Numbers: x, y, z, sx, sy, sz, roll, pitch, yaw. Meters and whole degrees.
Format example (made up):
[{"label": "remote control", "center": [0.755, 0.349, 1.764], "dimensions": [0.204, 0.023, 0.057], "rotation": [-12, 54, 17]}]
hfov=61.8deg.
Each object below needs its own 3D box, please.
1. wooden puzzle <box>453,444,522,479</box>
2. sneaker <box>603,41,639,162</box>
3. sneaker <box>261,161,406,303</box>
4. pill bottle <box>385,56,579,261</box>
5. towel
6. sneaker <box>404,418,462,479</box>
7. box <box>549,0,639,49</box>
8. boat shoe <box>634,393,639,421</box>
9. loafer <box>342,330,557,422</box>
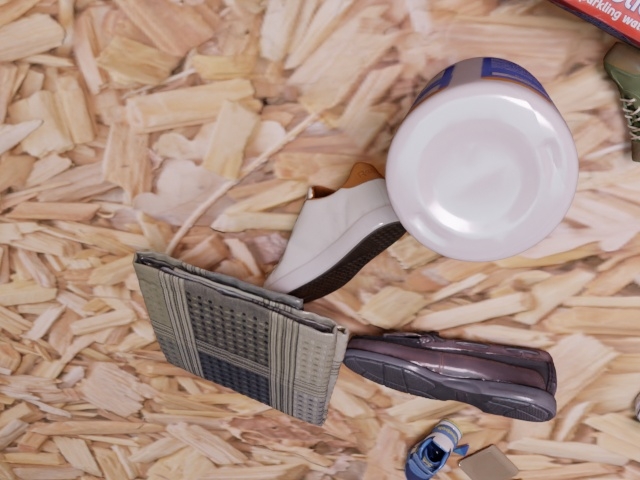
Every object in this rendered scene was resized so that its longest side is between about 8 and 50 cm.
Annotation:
[{"label": "wooden puzzle", "center": [0.274, 0.370, 0.871], "dimensions": [0.078, 0.014, 0.116], "rotation": [-34, 101, 23]}, {"label": "sneaker", "center": [0.368, -0.124, 0.580], "dimensions": [0.192, 0.064, 0.086], "rotation": [35, 114, -4]}, {"label": "sneaker", "center": [0.000, 0.000, 0.754], "dimensions": [0.290, 0.105, 0.123], "rotation": [-40, 63, 36]}, {"label": "pill bottle", "center": [0.159, -0.101, 0.538], "dimensions": [0.152, 0.272, 0.153], "rotation": [7, 115, 15]}, {"label": "towel", "center": [-0.118, 0.154, 0.821], "dimensions": [0.312, 0.056, 0.324], "rotation": [19, 142, 11]}, {"label": "sneaker", "center": [0.172, 0.351, 0.862], "dimensions": [0.053, 0.059, 0.144], "rotation": [33, 119, 17]}, {"label": "box", "center": [0.298, -0.266, 0.504], "dimensions": [0.256, 0.123, 0.128], "rotation": [30, 118, 2]}, {"label": "boat shoe", "center": [0.495, 0.177, 0.676], "dimensions": [0.083, 0.076, 0.226], "rotation": [23, 119, 6]}, {"label": "loafer", "center": [0.185, 0.179, 0.781], "dimensions": [0.302, 0.095, 0.109], "rotation": [11, 147, 17]}]
